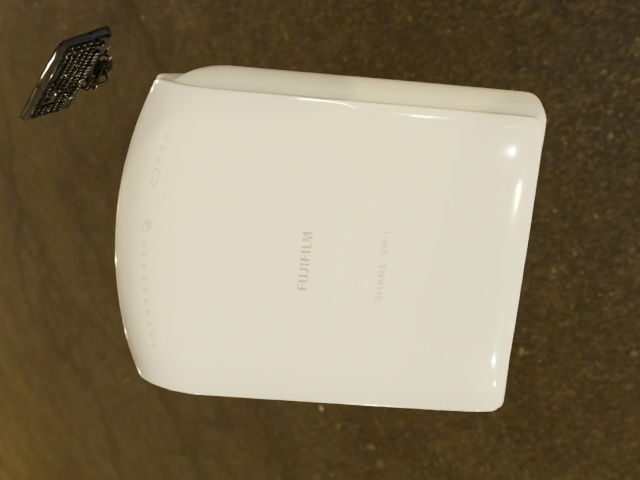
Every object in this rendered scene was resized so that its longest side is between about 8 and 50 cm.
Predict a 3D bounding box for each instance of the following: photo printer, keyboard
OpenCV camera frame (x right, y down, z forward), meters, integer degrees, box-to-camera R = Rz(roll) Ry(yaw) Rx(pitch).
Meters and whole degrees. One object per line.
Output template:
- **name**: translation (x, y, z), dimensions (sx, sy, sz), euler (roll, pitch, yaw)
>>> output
- **photo printer**: translation (0.000, 0.000, 0.788), dimensions (0.107, 0.308, 0.256), euler (-103, 19, -74)
- **keyboard**: translation (-0.282, -0.186, 1.201), dimensions (0.038, 0.100, 0.192), euler (58, 147, 1)
